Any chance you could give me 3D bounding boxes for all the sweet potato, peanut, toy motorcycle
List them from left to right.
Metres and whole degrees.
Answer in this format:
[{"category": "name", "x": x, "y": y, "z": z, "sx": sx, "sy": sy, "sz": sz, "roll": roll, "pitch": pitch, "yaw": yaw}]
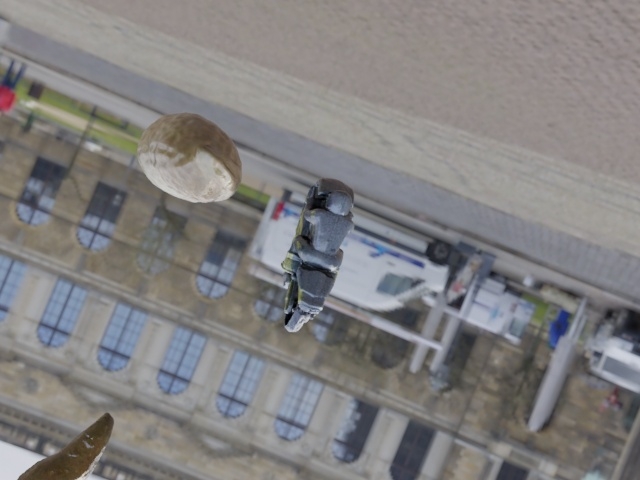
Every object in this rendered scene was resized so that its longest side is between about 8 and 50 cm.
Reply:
[{"category": "sweet potato", "x": -0.372, "y": 0.332, "z": 1.322, "sx": 0.067, "sy": 0.274, "sz": 0.067, "roll": 35, "pitch": 154, "yaw": 20}, {"category": "peanut", "x": -0.138, "y": -0.087, "z": 1.054, "sx": 0.104, "sy": 0.085, "sz": 0.228, "roll": 48, "pitch": 171, "yaw": -13}, {"category": "toy motorcycle", "x": 0.000, "y": 0.000, "z": 1.055, "sx": 0.061, "sy": 0.193, "sz": 0.124, "roll": 20, "pitch": 144, "yaw": -10}]
